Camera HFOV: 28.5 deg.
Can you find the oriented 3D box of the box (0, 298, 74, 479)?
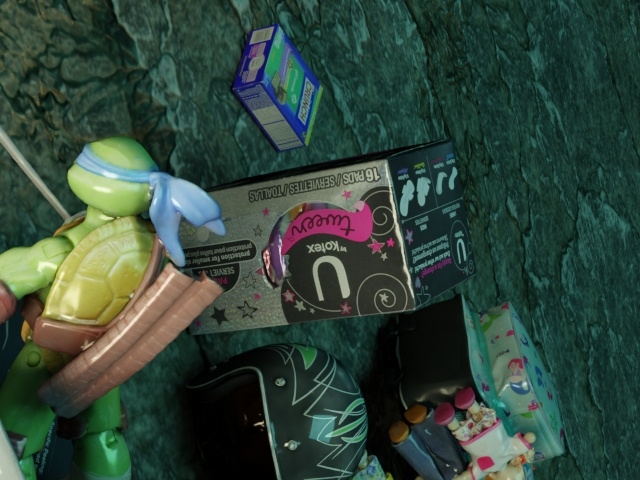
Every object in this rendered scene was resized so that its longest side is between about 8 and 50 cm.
[{"bbox_3d":[-0.248,0.114,0.887,0.158,0.093,0.156,43,46,-47],"label":"box"}]

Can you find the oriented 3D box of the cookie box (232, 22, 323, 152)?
[{"bbox_3d":[-0.045,-0.167,1.382,0.107,0.040,0.092,53,39,-43],"label":"cookie box"}]

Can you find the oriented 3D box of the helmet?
[{"bbox_3d":[-0.034,0.174,1.186,0.169,0.161,0.169,24,62,-57],"label":"helmet"}]

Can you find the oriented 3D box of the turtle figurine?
[{"bbox_3d":[-0.197,0.050,0.798,0.198,0.274,0.266,-83,-178,-76],"label":"turtle figurine"}]

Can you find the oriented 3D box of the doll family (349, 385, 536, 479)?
[{"bbox_3d":[0.118,0.278,1.422,0.163,0.263,0.118,54,-4,-20],"label":"doll family"}]

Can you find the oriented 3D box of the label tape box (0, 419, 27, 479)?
[{"bbox_3d":[-0.228,0.249,0.708,0.115,0.249,0.348,-31,111,-41],"label":"label tape box"}]

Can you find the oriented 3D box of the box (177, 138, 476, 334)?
[{"bbox_3d":[0.000,0.000,1.204,0.163,0.247,0.142,-22,101,-60],"label":"box"}]

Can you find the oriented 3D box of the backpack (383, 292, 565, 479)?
[{"bbox_3d":[0.198,0.213,1.565,0.225,0.191,0.254,-90,163,-58],"label":"backpack"}]
